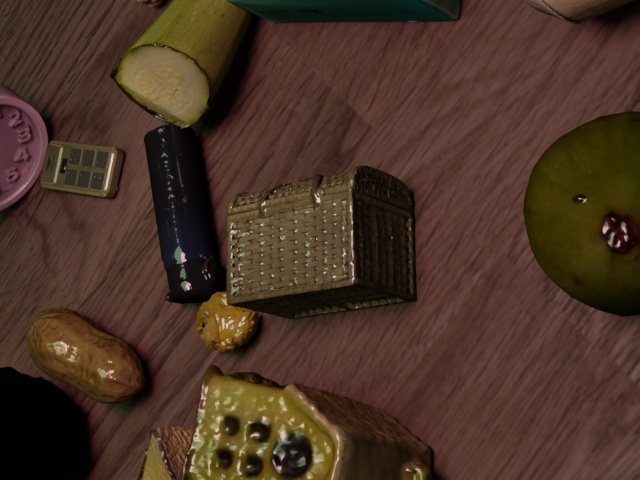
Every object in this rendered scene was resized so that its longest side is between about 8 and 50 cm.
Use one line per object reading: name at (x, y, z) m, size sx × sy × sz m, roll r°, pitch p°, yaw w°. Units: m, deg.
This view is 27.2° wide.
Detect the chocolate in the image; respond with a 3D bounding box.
chocolate at (-0.432, 0.312, 1.866) m, size 0.177 × 0.206 × 0.224 m, roll 97°, pitch 164°, yaw -56°

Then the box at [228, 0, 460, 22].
box at (0.033, -0.380, 1.636) m, size 0.311 × 0.118 × 0.205 m, roll 8°, pitch 84°, yaw 39°

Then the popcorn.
popcorn at (-0.121, 0.114, 1.694) m, size 0.084 × 0.084 × 0.084 m, roll -10°, pitch 74°, yaw 37°

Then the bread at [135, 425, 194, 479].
bread at (-0.179, 0.370, 1.626) m, size 0.178 × 0.135 × 0.240 m, roll -39°, pitch 61°, yaw 26°

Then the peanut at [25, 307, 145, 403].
peanut at (-0.325, 0.159, 1.810) m, size 0.226 × 0.108 × 0.095 m, roll 24°, pitch 91°, yaw 37°

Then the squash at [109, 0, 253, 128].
squash at (-0.141, -0.295, 1.747) m, size 0.137 × 0.137 × 0.287 m, roll 21°, pitch 71°, yaw 40°

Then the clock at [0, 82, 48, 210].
clock at (-0.504, -0.136, 1.959) m, size 0.068 × 0.197 × 0.197 m, roll 36°, pitch 103°, yaw 37°

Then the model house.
model house at (-0.004, 0.236, 1.481) m, size 0.234 × 0.193 × 0.175 m, roll -3°, pitch 73°, yaw 37°

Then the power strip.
power strip at (-0.356, -0.106, 1.944) m, size 0.169 × 0.028 × 0.076 m, roll 8°, pitch 86°, yaw 39°

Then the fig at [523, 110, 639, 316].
fig at (0.292, -0.029, 1.287) m, size 0.203 × 0.225 × 0.203 m, roll 1°, pitch 94°, yaw 18°

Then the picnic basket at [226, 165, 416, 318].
picnic basket at (0.000, 0.000, 1.569) m, size 0.196 × 0.134 × 0.154 m, roll -12°, pitch 72°, yaw 37°

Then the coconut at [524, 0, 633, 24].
coconut at (0.294, -0.344, 1.367) m, size 0.234 × 0.224 × 0.224 m, roll -29°, pitch 63°, yaw 31°

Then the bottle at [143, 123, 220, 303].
bottle at (-0.182, -0.034, 1.760) m, size 0.082 × 0.072 × 0.244 m, roll -22°, pitch 67°, yaw 30°

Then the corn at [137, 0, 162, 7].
corn at (-0.205, -0.423, 1.858) m, size 0.211 × 0.087 × 0.087 m, roll -47°, pitch 55°, yaw 18°
